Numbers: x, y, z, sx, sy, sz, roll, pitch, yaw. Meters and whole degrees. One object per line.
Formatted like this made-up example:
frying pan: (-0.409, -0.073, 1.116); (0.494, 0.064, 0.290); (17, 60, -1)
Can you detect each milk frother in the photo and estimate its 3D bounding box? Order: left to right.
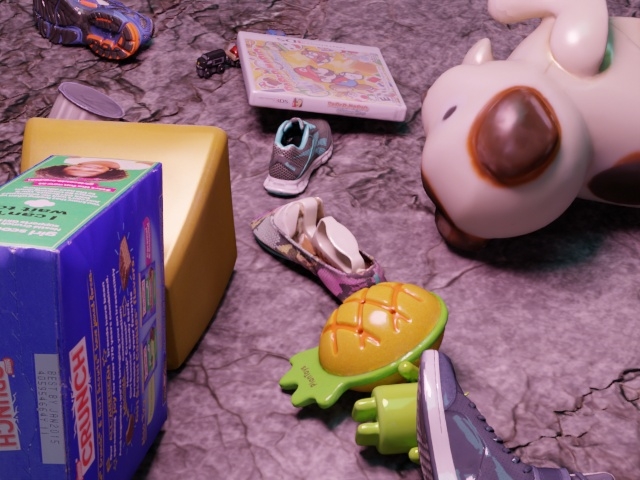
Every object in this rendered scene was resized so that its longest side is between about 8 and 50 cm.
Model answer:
milk frother: (-0.297, -0.123, 1.690); (0.129, 0.134, 0.143); (12, 24, -43)

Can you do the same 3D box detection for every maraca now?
maraca: (0.045, 0.108, 1.405); (0.186, 0.099, 0.127); (-31, 25, -6)

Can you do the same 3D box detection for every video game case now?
video game case: (-0.003, -0.224, 1.882); (0.206, 0.026, 0.227); (5, 28, -11)

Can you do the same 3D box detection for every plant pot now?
plant pot: (-0.209, 0.016, 1.450); (0.212, 0.212, 0.187); (4, 48, 4)

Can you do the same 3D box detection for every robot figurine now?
robot figurine: (0.089, 0.170, 1.336); (0.115, 0.067, 0.101); (-3, 63, -6)

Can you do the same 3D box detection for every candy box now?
candy box: (-0.222, 0.088, 1.185); (0.122, 0.268, 0.317); (2, 15, 6)

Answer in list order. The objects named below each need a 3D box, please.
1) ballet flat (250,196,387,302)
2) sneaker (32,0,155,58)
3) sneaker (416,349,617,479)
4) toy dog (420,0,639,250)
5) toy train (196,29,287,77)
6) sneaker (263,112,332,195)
ballet flat: (0.000, 0.000, 1.568); (0.077, 0.079, 0.221); (-24, 41, -29)
sneaker: (-0.335, -0.323, 2.039); (0.221, 0.083, 0.087); (28, 30, 25)
sneaker: (0.173, 0.196, 1.241); (0.164, 0.086, 0.226); (-8, 63, -3)
toy dog: (0.298, -0.127, 1.635); (0.408, 0.284, 0.395); (-16, 75, -24)
toy train: (-0.110, -0.271, 1.988); (0.158, 0.036, 0.027); (-23, 42, -30)
sneaker: (-0.023, -0.126, 1.749); (0.065, 0.076, 0.166); (9, 36, 11)
